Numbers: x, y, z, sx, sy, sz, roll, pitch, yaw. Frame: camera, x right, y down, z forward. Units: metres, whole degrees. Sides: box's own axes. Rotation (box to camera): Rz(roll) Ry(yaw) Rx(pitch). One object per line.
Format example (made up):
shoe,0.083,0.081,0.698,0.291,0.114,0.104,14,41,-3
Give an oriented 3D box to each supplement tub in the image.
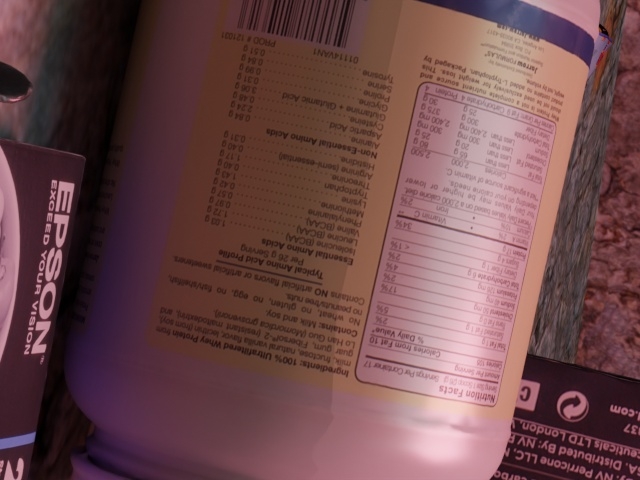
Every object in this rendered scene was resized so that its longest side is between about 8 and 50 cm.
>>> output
supplement tub,0.000,0.000,0.991,0.235,0.235,0.325,15,87,-76

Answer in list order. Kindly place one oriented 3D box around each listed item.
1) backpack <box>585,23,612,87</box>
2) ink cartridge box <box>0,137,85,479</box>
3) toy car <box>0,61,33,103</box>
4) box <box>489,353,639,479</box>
backpack,0.111,-0.125,1.355,0.158,0.173,0.117,2,100,-76
ink cartridge box,-0.153,0.057,0.835,0.208,0.045,0.206,5,96,-77
toy car,-0.165,-0.029,0.425,0.155,0.188,0.149,-60,157,-51
box,0.136,0.363,1.562,0.480,0.297,0.471,84,19,-76
